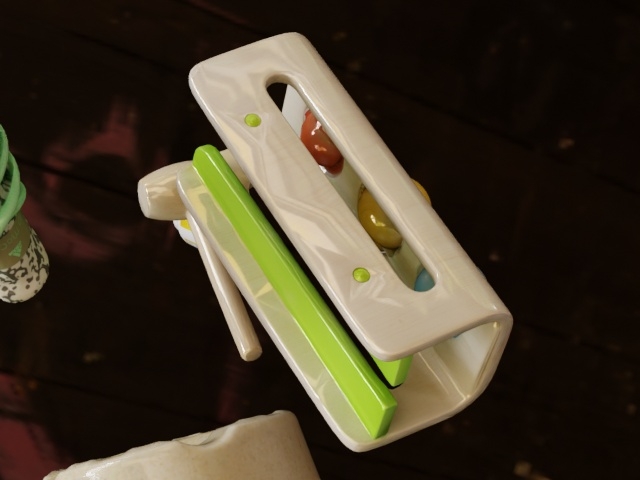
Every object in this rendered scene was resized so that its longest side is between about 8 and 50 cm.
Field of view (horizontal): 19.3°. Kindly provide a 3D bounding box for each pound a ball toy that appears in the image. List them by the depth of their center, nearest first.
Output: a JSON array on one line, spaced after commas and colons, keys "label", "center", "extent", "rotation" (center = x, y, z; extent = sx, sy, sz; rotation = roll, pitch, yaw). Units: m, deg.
[{"label": "pound a ball toy", "center": [0.000, 0.000, 1.365], "extent": [0.135, 0.319, 0.208], "rotation": [-21, -31, -24]}]

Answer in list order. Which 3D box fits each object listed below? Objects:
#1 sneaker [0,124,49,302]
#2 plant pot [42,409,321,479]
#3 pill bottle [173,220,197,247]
[{"label": "sneaker", "center": [-0.234, -0.047, 1.196], "extent": [0.182, 0.410, 0.158], "rotation": [38, -109, -1]}, {"label": "plant pot", "center": [-0.091, 0.314, 1.572], "extent": [0.333, 0.334, 0.305], "rotation": [-11, -97, -36]}, {"label": "pill bottle", "center": [-0.092, -0.012, 1.580], "extent": [0.043, 0.083, 0.043], "rotation": [-9, -72, -30]}]
